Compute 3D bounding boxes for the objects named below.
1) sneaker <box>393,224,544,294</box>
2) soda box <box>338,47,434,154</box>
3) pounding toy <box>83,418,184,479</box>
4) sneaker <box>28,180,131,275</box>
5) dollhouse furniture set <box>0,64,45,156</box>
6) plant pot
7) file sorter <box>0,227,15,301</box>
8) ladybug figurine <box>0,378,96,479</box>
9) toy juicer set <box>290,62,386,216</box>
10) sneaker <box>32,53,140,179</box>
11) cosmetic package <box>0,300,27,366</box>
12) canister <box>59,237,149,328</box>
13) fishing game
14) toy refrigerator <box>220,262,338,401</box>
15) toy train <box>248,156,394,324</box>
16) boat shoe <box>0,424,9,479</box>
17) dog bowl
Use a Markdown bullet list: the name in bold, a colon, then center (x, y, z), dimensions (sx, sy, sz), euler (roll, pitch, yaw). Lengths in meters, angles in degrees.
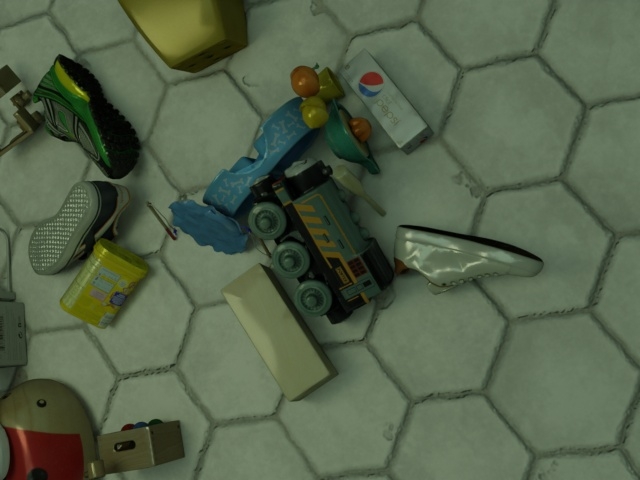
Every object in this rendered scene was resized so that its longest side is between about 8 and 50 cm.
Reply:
- **sneaker**: center (0.277, 0.052, 1.620), dimensions (0.290, 0.106, 0.123), euler (12, 98, 27)
- **soda box**: center (0.132, -0.280, 1.712), dimensions (0.074, 0.069, 0.216), euler (-39, 73, 11)
- **pounding toy**: center (-0.415, 0.431, 1.755), dimensions (0.181, 0.206, 0.094), euler (-14, 80, 18)
- **sneaker**: center (-0.536, -0.021, 1.898), dimensions (0.321, 0.128, 0.126), euler (-36, 71, 38)
- **dollhouse furniture set**: center (-0.746, -0.299, 1.979), dimensions (0.123, 0.144, 0.151), euler (-33, 111, 14)
- **plant pot**: center (-0.273, -0.476, 1.812), dimensions (0.212, 0.212, 0.187), euler (-23, 91, 15)
- **file sorter**: center (-0.888, 0.067, 1.967), dimensions (0.278, 0.193, 0.173), euler (-10, 79, 18)
- **ladybug figurine**: center (-0.651, 0.529, 1.850), dimensions (0.305, 0.162, 0.449), euler (2, 85, 19)
- **toy juicer set**: center (0.048, -0.213, 1.660), dimensions (0.090, 0.209, 0.328), euler (-29, 76, 16)
- **sneaker**: center (-0.532, -0.258, 1.923), dimensions (0.146, 0.134, 0.343), euler (-46, 63, 17)
- **cosmetic package**: center (-0.796, 0.223, 1.937), dimensions (0.184, 0.151, 0.151), euler (-8, 81, 18)
- **canister**: center (-0.476, 0.097, 1.860), dimensions (0.126, 0.073, 0.170), euler (32, 100, -26)
- **fishing game**: center (-0.232, -0.035, 1.765), dimensions (0.264, 0.189, 0.041), euler (8, 59, 28)
- **toy refrigerator**: center (-0.083, 0.187, 1.728), dimensions (0.102, 0.094, 0.269), euler (-36, 75, 5)
- **toy train**: center (0.000, 0.000, 1.660), dimensions (0.190, 0.142, 0.333), euler (-28, 98, 17)
- **boat shoe**: center (-0.744, 0.369, 1.761), dimensions (0.108, 0.102, 0.301), euler (-30, 73, 16)
- **dog bowl**: center (-0.115, -0.161, 1.743), dimensions (0.074, 0.166, 0.297), euler (45, 99, 6)
